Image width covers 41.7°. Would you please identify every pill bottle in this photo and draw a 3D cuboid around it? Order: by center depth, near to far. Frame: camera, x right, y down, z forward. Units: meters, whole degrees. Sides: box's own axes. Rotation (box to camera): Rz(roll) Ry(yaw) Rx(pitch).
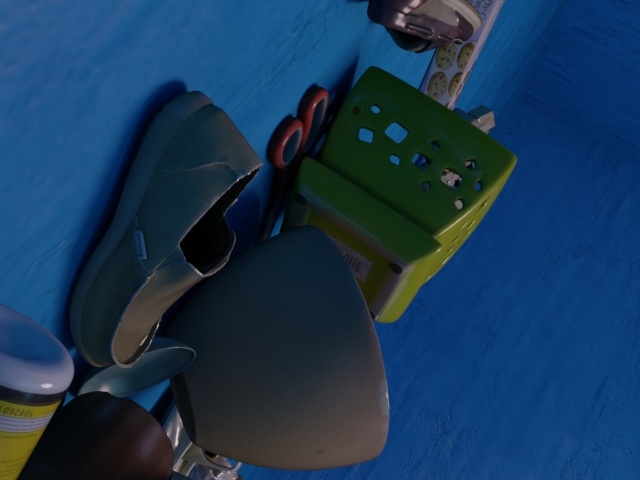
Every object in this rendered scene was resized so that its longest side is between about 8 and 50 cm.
[{"bbox_3d":[-0.237,0.131,0.510,0.184,0.103,0.103,-60,169,4],"label":"pill bottle"}]

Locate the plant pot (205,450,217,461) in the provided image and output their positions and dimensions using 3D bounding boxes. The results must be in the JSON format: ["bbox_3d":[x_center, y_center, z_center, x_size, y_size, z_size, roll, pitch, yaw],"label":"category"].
[{"bbox_3d":[-0.178,0.285,1.253,0.081,0.081,0.083,-51,178,-35],"label":"plant pot"}]

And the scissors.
[{"bbox_3d":[-0.042,-0.065,1.046,0.109,0.021,0.297,-53,166,-36],"label":"scissors"}]

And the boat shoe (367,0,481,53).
[{"bbox_3d":[0.119,-0.273,1.008,0.092,0.103,0.285,-56,166,14],"label":"boat shoe"}]

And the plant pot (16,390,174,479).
[{"bbox_3d":[-0.220,0.230,0.740,0.167,0.167,0.165,-64,175,28],"label":"plant pot"}]

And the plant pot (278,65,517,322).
[{"bbox_3d":[0.078,-0.043,1.075,0.207,0.228,0.227,-50,170,-32],"label":"plant pot"}]

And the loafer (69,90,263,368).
[{"bbox_3d":[-0.128,0.012,0.693,0.102,0.092,0.268,-39,158,-60],"label":"loafer"}]

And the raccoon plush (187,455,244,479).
[{"bbox_3d":[-0.250,0.516,1.443,0.299,0.216,0.446,-43,142,-17],"label":"raccoon plush"}]

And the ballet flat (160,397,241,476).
[{"bbox_3d":[-0.183,0.298,1.122,0.400,0.139,0.139,-56,169,-10],"label":"ballet flat"}]

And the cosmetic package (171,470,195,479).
[{"bbox_3d":[-0.128,0.353,0.842,0.156,0.217,0.385,-48,-163,-26],"label":"cosmetic package"}]

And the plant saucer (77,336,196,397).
[{"bbox_3d":[-0.182,0.123,0.825,0.119,0.021,0.119,-21,159,-8],"label":"plant saucer"}]

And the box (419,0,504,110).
[{"bbox_3d":[0.239,-0.329,1.457,0.063,0.067,0.324,-47,165,-47],"label":"box"}]

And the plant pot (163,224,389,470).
[{"bbox_3d":[-0.071,0.142,0.959,0.191,0.284,0.284,-14,150,-19],"label":"plant pot"}]

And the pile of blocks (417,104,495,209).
[{"bbox_3d":[0.283,-0.153,1.950,0.149,0.112,0.362,23,104,-36],"label":"pile of blocks"}]
